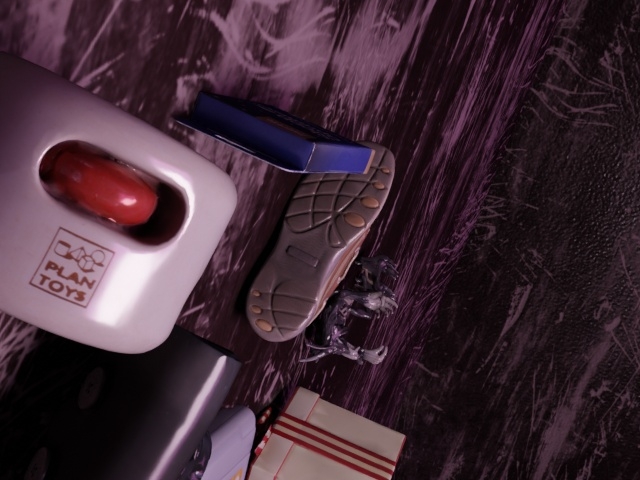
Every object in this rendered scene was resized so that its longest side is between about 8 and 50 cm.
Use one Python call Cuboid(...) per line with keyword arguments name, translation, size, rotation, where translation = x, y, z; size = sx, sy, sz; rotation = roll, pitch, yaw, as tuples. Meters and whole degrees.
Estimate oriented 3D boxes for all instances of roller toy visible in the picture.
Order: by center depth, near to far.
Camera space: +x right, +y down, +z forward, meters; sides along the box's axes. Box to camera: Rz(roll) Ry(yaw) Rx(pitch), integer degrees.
Cuboid(name="roller toy", translation=(-0.166, -0.017, 0.511), size=(0.146, 0.191, 0.209), rotation=(-63, 162, -3))

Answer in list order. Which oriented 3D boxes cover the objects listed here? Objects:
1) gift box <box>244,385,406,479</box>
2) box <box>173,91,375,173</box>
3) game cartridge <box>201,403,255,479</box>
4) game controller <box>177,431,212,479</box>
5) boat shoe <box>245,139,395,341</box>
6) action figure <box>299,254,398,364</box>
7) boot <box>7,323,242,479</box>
Cuboid(name="gift box", translation=(-0.023, 0.439, 1.387), size=(0.276, 0.258, 0.255), rotation=(-47, 156, -61))
Cuboid(name="box", translation=(-0.039, -0.110, 0.828), size=(0.225, 0.136, 0.037), rotation=(-14, 128, -67))
Cuboid(name="game cartridge", translation=(-0.169, 0.386, 1.052), size=(0.198, 0.062, 0.297), rotation=(-31, 136, -73))
Cuboid(name="game controller", translation=(-0.245, 0.331, 0.876), size=(0.166, 0.067, 0.319), rotation=(29, 84, -30))
Cuboid(name="boat shoe", translation=(0.000, 0.000, 1.139), size=(0.324, 0.123, 0.116), rotation=(-55, 168, -8))
Cuboid(name="action figure", translation=(0.072, 0.144, 1.469), size=(0.276, 0.141, 0.164), rotation=(-51, 159, -45))
Cuboid(name="boot", translation=(-0.190, 0.275, 0.629), size=(0.146, 0.367, 0.445), rotation=(45, 71, -33))
